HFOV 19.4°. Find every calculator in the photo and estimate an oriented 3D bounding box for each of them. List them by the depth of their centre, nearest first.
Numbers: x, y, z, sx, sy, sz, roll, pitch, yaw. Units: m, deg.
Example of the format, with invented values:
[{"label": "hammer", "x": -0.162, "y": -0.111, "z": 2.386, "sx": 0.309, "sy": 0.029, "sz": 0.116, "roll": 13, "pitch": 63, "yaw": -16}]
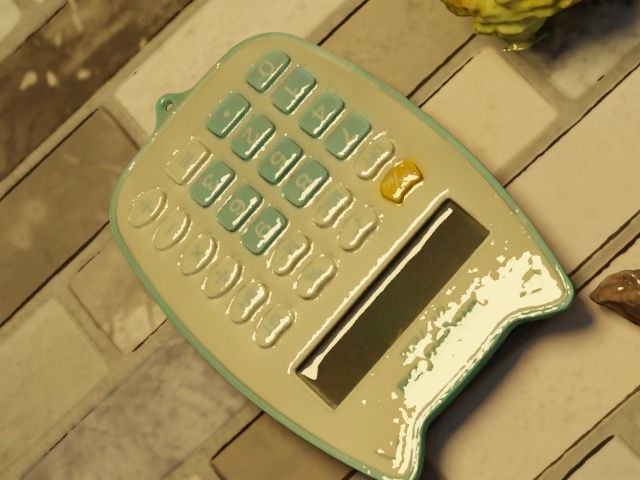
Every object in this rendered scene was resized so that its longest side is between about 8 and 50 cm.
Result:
[{"label": "calculator", "x": 0.000, "y": 0.000, "z": 1.458, "sx": 0.386, "sy": 0.054, "sz": 0.256, "roll": 42, "pitch": 91, "yaw": 24}]

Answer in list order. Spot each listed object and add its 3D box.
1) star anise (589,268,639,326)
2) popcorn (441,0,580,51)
[{"label": "star anise", "x": 0.292, "y": 0.046, "z": 1.270, "sx": 0.218, "sy": 0.227, "sz": 0.148, "roll": 11, "pitch": 72, "yaw": 9}, {"label": "popcorn", "x": 0.173, "y": -0.237, "z": 1.399, "sx": 0.212, "sy": 0.198, "sz": 0.198, "roll": 6, "pitch": 77, "yaw": -7}]
